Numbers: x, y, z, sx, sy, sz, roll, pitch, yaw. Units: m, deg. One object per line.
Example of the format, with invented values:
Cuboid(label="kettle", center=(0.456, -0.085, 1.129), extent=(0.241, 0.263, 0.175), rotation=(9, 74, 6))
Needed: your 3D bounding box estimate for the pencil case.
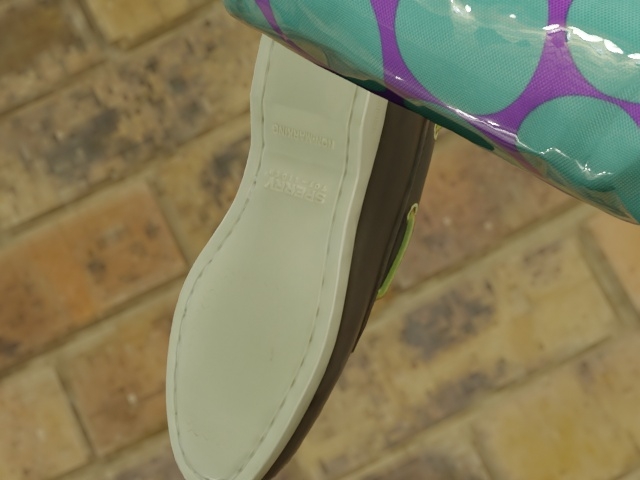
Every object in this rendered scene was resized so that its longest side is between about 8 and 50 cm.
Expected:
Cuboid(label="pencil case", center=(0.045, -0.056, 0.452), extent=(0.070, 0.151, 0.064), rotation=(-55, -31, -5))

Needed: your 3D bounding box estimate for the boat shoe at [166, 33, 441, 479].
Cuboid(label="boat shoe", center=(0.000, 0.000, 0.795), extent=(0.068, 0.081, 0.228), rotation=(2, -71, -52))
